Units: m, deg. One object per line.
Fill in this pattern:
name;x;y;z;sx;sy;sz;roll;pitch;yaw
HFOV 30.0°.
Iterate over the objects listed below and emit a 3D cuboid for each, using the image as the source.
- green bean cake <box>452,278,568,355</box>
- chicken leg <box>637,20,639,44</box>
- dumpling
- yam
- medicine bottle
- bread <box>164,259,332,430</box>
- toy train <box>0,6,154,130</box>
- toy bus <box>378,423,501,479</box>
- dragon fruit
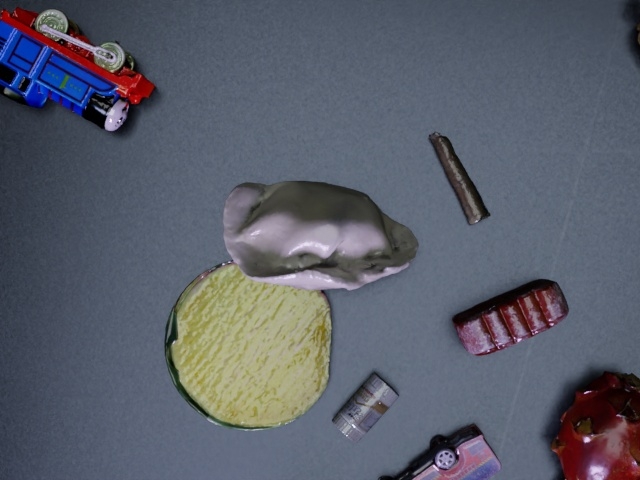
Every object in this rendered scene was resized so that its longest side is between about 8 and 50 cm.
green bean cake;0.236;0.096;1.478;0.135;0.135;0.056;-24;88;2
chicken leg;0.530;-0.147;1.484;0.201;0.153;0.429;-30;79;-11
dumpling;0.000;0.000;1.483;0.250;0.132;0.162;10;51;-7
yam;0.180;-0.084;1.541;0.033;0.027;0.130;-26;89;41
medicine bottle;0.057;0.214;1.527;0.047;0.047;0.083;42;90;3
bread;-0.089;0.135;1.544;0.228;0.033;0.229;0;86;3
toy train;-0.329;-0.217;1.543;0.204;0.083;0.131;29;89;5
toy bus;0.136;0.311;1.513;0.192;0.065;0.077;-37;94;1
dragon fruit;0.339;0.281;1.489;0.125;0.125;0.246;29;106;-10
